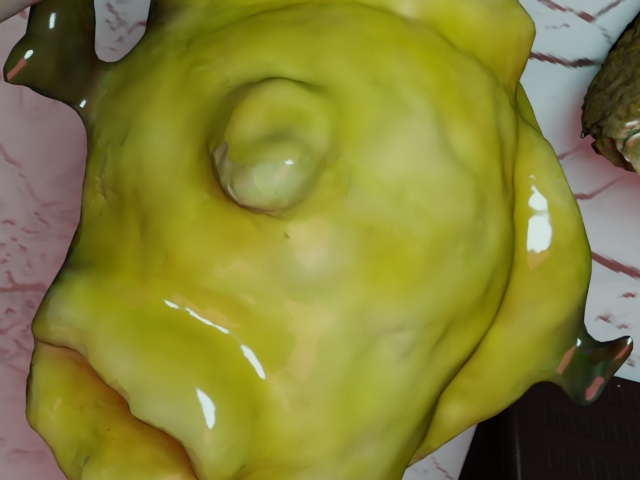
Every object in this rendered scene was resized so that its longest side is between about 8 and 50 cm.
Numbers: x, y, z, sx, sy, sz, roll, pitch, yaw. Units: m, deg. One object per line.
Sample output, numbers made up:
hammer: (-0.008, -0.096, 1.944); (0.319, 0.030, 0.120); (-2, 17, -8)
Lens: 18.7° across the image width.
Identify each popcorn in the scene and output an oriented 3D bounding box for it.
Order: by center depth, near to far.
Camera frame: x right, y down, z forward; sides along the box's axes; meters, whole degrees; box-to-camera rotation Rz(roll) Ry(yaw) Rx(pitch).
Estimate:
popcorn: (0.000, 0.000, 0.845); (0.281, 0.316, 0.297); (26, 111, 8)

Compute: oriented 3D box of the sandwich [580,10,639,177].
sandwich: (0.289, -0.111, 0.904); (0.249, 0.095, 0.273); (23, 115, -15)

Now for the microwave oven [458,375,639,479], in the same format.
microwave oven: (0.148, 0.216, 1.025); (0.178, 0.188, 0.247); (13, 117, -7)

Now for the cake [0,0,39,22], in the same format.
cake: (-0.233, -0.175, 0.796); (0.309, 0.237, 0.230); (-33, 111, 18)
